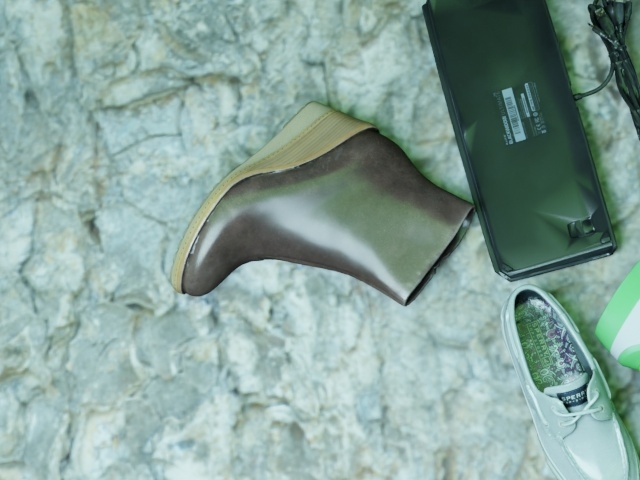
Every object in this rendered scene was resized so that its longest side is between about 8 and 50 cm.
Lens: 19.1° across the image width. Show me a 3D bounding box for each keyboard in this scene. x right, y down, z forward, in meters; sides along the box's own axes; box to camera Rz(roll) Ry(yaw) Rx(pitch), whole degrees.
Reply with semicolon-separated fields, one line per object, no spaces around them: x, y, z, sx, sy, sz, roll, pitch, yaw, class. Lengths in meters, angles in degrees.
0.228;-0.130;1.851;0.201;0.033;0.317;-17;72;10;keyboard

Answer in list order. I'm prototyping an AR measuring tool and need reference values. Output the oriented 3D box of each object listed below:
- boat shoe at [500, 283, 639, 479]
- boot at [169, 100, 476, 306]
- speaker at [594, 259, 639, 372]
0.224;0.143;1.740;0.079;0.081;0.227;-25;71;0;boat shoe
0.000;0.000;1.812;0.207;0.090;0.248;38;78;19;boot
0.396;0.127;1.697;0.296;0.131;0.131;36;81;17;speaker
